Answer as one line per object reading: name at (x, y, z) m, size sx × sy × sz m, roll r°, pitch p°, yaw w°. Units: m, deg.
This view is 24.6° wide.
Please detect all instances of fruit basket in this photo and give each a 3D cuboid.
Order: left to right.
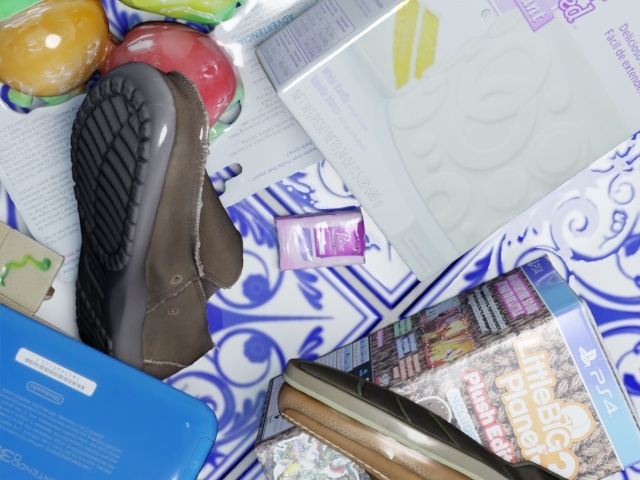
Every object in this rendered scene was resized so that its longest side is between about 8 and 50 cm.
fruit basket at (-0.168, -0.180, 1.292) m, size 0.327 × 0.165 × 0.353 m, roll -26°, pitch 112°, yaw 6°

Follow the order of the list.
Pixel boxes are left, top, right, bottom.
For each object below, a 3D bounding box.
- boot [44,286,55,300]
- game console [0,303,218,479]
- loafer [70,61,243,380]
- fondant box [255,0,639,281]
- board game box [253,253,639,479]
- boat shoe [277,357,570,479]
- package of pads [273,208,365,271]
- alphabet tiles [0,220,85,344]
boot at (-0.316, 0.058, 1.368) m, size 0.118 × 0.042 × 0.087 m, roll 26°, pitch 104°, yaw -1°
game console at (-0.268, 0.214, 1.281) m, size 0.293 × 0.173 × 0.250 m, roll 25°, pitch 71°, yaw 2°
loafer at (-0.134, -0.013, 1.253) m, size 0.130 × 0.366 × 0.134 m, roll -16°, pitch 56°, yaw -24°
fondant box at (0.147, -0.154, 1.249) m, size 0.330 × 0.096 × 0.238 m, roll -36°, pitch 122°, yaw 5°
board game box at (0.107, 0.150, 1.269) m, size 0.291 × 0.232 × 0.141 m, roll -25°, pitch 98°, yaw 5°
boat shoe at (0.092, 0.197, 1.103) m, size 0.307 × 0.111 × 0.104 m, roll 29°, pitch 97°, yaw -4°
package of pads at (0.000, 0.000, 1.351) m, size 0.083 × 0.032 × 0.050 m, roll -5°, pitch 101°, yaw 2°
alphabet tiles at (-0.392, 0.086, 1.337) m, size 0.342 × 0.011 × 0.285 m, roll 29°, pitch 93°, yaw 12°
